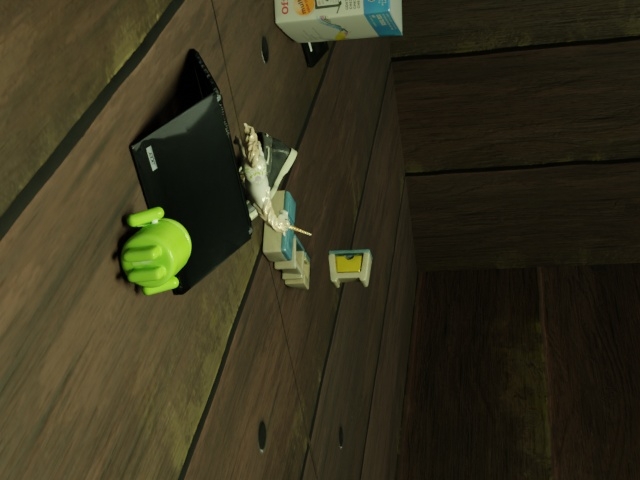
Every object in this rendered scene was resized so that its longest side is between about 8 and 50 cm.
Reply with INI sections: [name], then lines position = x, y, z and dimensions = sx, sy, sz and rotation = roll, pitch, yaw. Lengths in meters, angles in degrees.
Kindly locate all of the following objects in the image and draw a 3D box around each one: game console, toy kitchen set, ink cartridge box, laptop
[game console]
position = -0.029, -0.468, 2.139
dimensions = 0.107, 0.071, 0.122
rotation = -52, 148, -24
[toy kitchen set]
position = 0.000, 0.000, 1.788
dimensions = 0.207, 0.166, 0.122
rotation = 61, 28, -65
[ink cartridge box]
position = 0.036, -0.505, 1.920
dimensions = 0.168, 0.233, 0.171
rotation = 12, 76, -76
[laptop]
position = -0.183, -0.100, 1.317
dimensions = 0.264, 0.137, 0.234
rotation = -121, -163, -55

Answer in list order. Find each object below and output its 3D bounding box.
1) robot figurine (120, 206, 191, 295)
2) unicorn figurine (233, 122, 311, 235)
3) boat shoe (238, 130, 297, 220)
[robot figurine]
position = -0.191, 0.014, 1.120
dimensions = 0.115, 0.067, 0.101
rotation = -61, 141, -69
[unicorn figurine]
position = -0.084, -0.078, 1.346
dimensions = 0.162, 0.060, 0.111
rotation = 59, 4, -47
[boat shoe]
position = -0.111, -0.097, 1.561
dimensions = 0.079, 0.084, 0.233
rotation = 42, 38, -16
